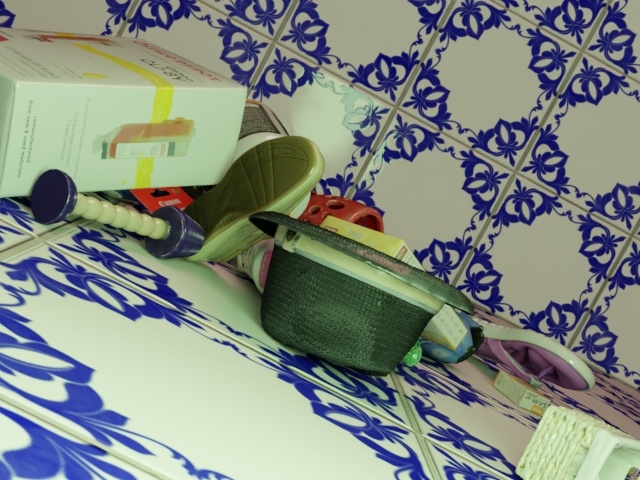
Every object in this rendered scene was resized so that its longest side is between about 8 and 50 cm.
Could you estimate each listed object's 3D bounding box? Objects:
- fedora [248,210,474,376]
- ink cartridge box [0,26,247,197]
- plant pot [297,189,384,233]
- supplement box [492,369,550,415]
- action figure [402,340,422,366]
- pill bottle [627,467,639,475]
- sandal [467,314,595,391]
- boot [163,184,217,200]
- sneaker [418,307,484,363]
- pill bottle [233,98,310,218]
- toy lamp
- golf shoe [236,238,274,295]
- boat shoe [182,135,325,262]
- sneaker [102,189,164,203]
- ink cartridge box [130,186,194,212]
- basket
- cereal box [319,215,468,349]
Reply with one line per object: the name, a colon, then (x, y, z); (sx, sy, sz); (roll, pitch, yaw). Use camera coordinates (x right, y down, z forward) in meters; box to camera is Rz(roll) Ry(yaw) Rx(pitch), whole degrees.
fedora: (0.030, 0.083, 1.307); (0.334, 0.152, 0.334); (24, -2, 1)
ink cartridge box: (-0.342, -0.192, 1.430); (0.385, 0.160, 0.279); (-6, 28, -46)
plant pot: (0.000, 0.000, 1.864); (0.174, 0.191, 0.191); (26, 3, 31)
supplement box: (0.376, 0.285, 1.874); (0.062, 0.036, 0.098); (25, 6, -27)
action figure: (0.089, 0.144, 1.578); (0.137, 0.063, 0.232); (27, 1, -32)
pill bottle: (0.499, 0.365, 1.685); (0.083, 0.043, 0.043); (27, 5, -25)
sandal: (0.394, 0.253, 2.027); (0.169, 0.102, 0.416); (43, -13, -23)
boot: (-0.292, -0.148, 1.875); (0.229, 0.091, 0.263); (27, -28, 2)
sneaker: (0.222, 0.169, 1.890); (0.147, 0.130, 0.330); (42, 7, -3)
pill bottle: (-0.116, -0.139, 1.800); (0.162, 0.162, 0.278); (26, 17, -27)
toy lamp: (-0.260, -0.026, 1.343); (0.080, 0.080, 0.275); (32, 9, 35)
golf shoe: (-0.082, 0.040, 1.597); (0.140, 0.115, 0.306); (8, 3, 9)
boat shoe: (-0.091, -0.052, 1.453); (0.098, 0.302, 0.109); (18, 50, -42)
sneaker: (-0.366, -0.135, 1.671); (0.131, 0.112, 0.296); (31, 6, 28)
ink cartridge box: (-0.212, -0.050, 1.681); (0.179, 0.045, 0.145); (43, 22, 13)
basket: (0.339, 0.281, 1.257); (0.103, 0.113, 0.167); (30, 4, 43)
cereal box: (0.110, 0.067, 1.560); (0.173, 0.047, 0.240); (19, -24, 48)
